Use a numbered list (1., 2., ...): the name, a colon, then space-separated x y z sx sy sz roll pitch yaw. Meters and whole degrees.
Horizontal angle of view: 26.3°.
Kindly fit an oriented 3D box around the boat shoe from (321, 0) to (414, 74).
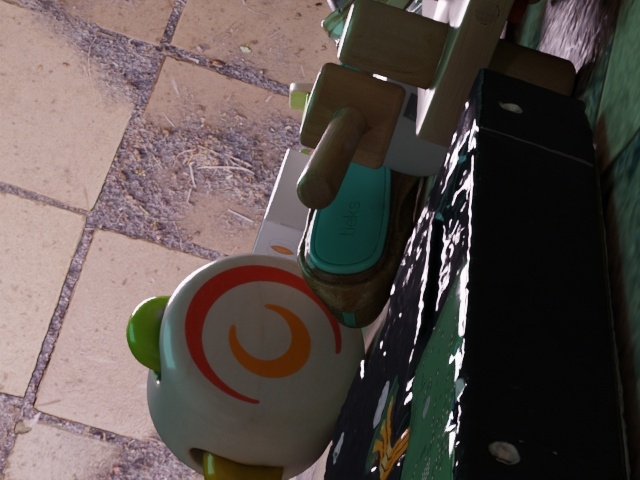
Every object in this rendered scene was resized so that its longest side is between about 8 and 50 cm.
1. boat shoe: 0.081 -0.223 1.124 0.190 0.072 0.068 -41 -18 -11

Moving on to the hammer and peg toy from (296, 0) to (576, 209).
1. hammer and peg toy: 0.090 -0.163 0.768 0.266 0.127 0.361 -81 9 -60

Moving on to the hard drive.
1. hard drive: 0.047 0.106 0.547 0.339 0.064 0.237 -75 4 -59

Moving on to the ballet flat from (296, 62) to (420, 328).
1. ballet flat: 0.053 -0.060 1.277 0.124 0.116 0.342 81 -164 -50

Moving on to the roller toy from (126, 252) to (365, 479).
1. roller toy: -0.061 0.125 1.270 0.191 0.209 0.146 -28 -22 -29

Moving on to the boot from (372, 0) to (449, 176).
1. boot: 0.097 -0.142 1.074 0.123 0.095 0.258 -60 2 -17

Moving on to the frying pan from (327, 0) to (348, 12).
1. frying pan: 0.042 -0.307 1.228 0.053 0.326 0.197 -23 -3 -44

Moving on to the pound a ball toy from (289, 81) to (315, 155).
1. pound a ball toy: 0.017 -0.065 1.619 0.319 0.135 0.208 -160 77 -89

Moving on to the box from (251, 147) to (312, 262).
1. box: 0.000 0.000 1.433 0.170 0.130 0.091 114 174 -60
